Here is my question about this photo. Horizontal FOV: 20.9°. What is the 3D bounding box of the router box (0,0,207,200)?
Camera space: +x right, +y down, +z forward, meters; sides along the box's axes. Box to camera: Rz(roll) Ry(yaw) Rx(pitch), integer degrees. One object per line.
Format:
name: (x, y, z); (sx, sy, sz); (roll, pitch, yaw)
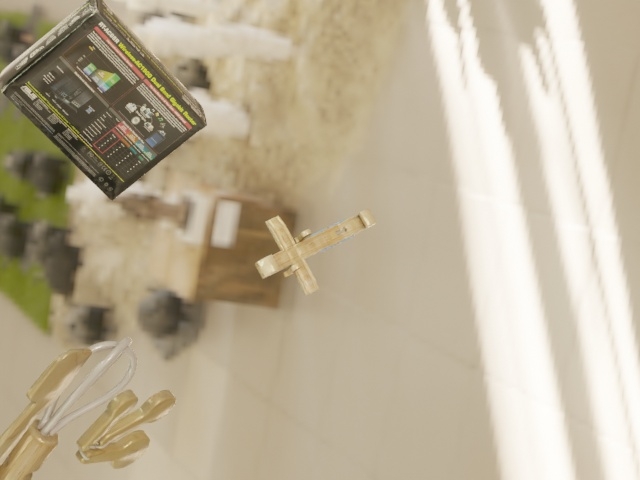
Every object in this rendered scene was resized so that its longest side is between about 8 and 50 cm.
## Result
router box: (-0.155, -0.102, 1.240); (0.092, 0.122, 0.038); (-37, 28, 11)

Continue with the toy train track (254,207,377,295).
toy train track: (0.000, 0.000, 0.979); (0.048, 0.083, 0.014); (61, 146, 5)

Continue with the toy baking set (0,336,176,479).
toy baking set: (-0.198, 0.147, 1.224); (0.030, 0.197, 0.256); (48, 172, 21)
